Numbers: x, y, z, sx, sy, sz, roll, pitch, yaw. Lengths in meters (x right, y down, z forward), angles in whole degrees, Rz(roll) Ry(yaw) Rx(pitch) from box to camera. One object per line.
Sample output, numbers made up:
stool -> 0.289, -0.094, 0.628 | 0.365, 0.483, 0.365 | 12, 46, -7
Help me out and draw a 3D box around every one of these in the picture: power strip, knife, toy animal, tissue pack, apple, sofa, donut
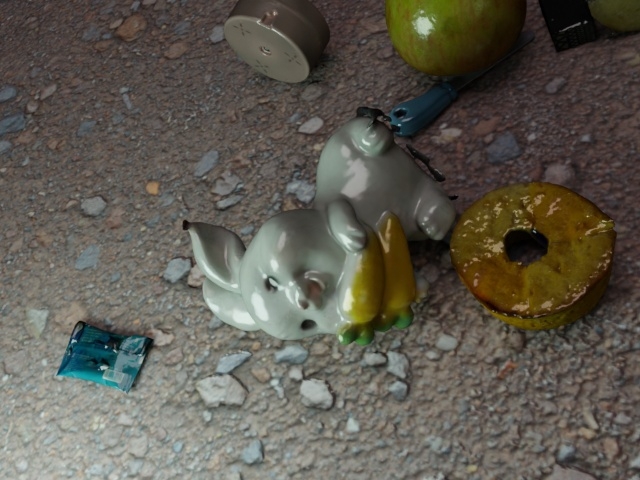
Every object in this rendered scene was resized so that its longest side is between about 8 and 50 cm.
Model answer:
power strip -> -0.066, -0.315, 1.259 | 0.154, 0.154, 0.078 | 16, 69, 33
knife -> 0.194, -0.229, 1.157 | 0.244, 0.032, 0.058 | -38, 41, -9
toy animal -> 0.002, 0.001, 0.995 | 0.310, 0.183, 0.247 | -47, 41, -6
tissue pack -> -0.300, 0.156, 1.128 | 0.138, 0.028, 0.085 | 4, 61, 32
apple -> 0.178, -0.322, 1.118 | 0.196, 0.196, 0.195 | -12, 54, 18
sofa -> 0.338, -0.320, 1.140 | 0.060, 0.039, 0.117 | -17, 53, 16
donut -> 0.241, 0.022, 0.933 | 0.190, 0.074, 0.174 | 31, 76, 41

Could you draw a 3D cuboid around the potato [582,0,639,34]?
potato -> 0.457, -0.368, 1.079 | 0.243, 0.098, 0.138 | -20, 48, 20
